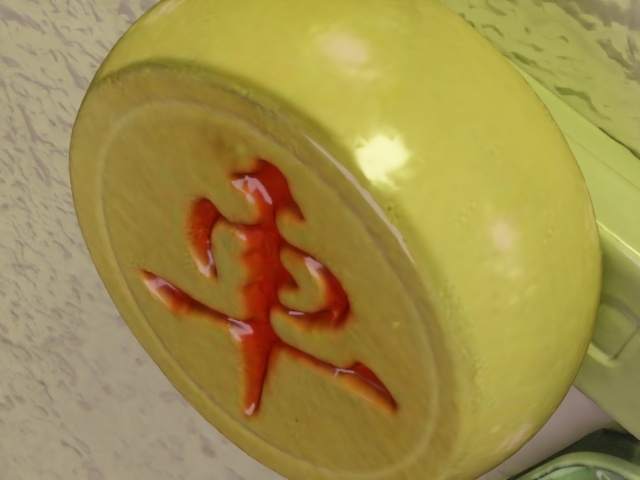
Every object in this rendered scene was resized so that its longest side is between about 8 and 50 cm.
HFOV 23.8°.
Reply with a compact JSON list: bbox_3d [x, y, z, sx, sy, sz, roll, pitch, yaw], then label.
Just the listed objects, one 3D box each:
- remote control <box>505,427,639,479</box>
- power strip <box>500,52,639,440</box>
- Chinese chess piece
[{"bbox_3d":[0.125,0.172,0.822,0.104,0.052,0.247,49,143,0],"label":"remote control"},{"bbox_3d":[0.085,-0.021,0.692,0.338,0.058,0.098,39,141,13],"label":"power strip"},{"bbox_3d":[0.000,0.000,0.668,0.251,0.097,0.251,28,139,28],"label":"Chinese chess piece"}]
